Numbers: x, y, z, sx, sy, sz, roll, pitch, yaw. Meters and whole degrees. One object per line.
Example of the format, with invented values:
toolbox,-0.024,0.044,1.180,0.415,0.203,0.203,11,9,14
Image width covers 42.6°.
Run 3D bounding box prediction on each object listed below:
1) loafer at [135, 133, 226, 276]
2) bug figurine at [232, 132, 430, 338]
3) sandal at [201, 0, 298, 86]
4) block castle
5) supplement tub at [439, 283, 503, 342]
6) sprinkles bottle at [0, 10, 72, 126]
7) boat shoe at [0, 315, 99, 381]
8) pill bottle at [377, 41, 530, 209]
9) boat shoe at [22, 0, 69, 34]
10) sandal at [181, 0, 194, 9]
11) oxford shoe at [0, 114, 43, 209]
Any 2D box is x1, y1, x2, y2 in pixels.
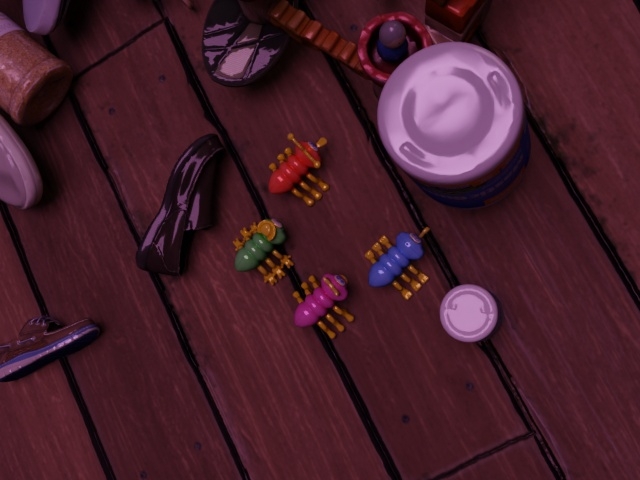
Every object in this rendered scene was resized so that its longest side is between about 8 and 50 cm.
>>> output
loafer,-0.181,-0.045,1.167,0.078,0.080,0.220,27,97,8
bug figurine,0.000,0.000,1.103,0.279,0.072,0.216,42,97,16
sandal,-0.080,-0.346,1.163,0.120,0.086,0.302,13,72,5
block castle,0.107,-0.417,0.998,0.303,0.213,0.453,34,86,7
supplement tub,0.189,0.091,1.017,0.071,0.107,0.070,-2,84,17
sprinkles bottle,-0.546,-0.323,1.241,0.355,0.121,0.121,38,96,4
boat shoe,-0.413,0.147,1.215,0.183,0.066,0.066,-25,76,13
pill bottle,0.167,-0.117,0.960,0.152,0.272,0.152,-2,83,17
boat shoe,-0.374,-0.448,1.247,0.113,0.105,0.306,-14,67,47
sandal,-0.296,-0.405,1.197,0.079,0.088,0.240,-43,102,1
oxford shoe,-0.605,-0.184,1.230,0.449,0.130,0.169,38,137,5
